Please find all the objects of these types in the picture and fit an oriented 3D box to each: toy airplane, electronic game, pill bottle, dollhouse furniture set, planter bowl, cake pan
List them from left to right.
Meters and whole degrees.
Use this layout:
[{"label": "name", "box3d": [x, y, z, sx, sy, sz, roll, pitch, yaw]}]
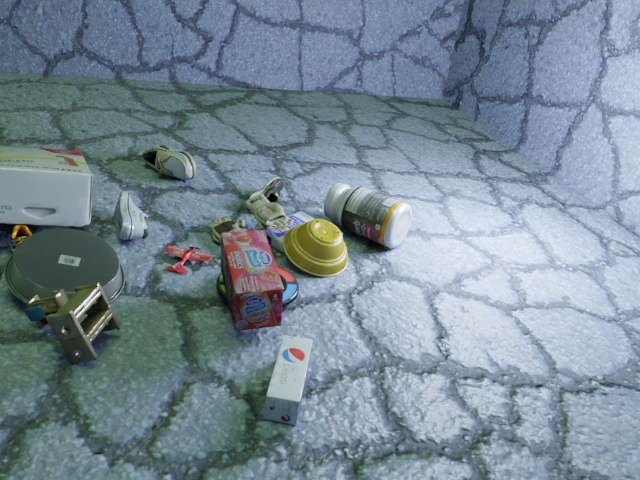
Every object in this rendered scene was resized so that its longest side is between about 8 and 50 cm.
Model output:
[{"label": "dollhouse furniture set", "box3d": [-0.584, 0.196, 1.363, 0.183, 0.129, 0.129, -11, 24, 16]}, {"label": "cake pan", "box3d": [-0.655, 0.068, 1.553, 0.292, 0.054, 0.293, 17, 34, -12]}, {"label": "toy airplane", "box3d": [-0.395, 0.055, 1.748, 0.151, 0.028, 0.151, 5, 28, -3]}, {"label": "electronic game", "box3d": [-0.173, 0.124, 1.658, 0.229, 0.048, 0.229, 6, 28, -3]}, {"label": "planter bowl", "box3d": [0.000, 0.000, 1.824, 0.217, 0.090, 0.217, 14, 42, -13]}, {"label": "pill bottle", "box3d": [0.159, -0.092, 2.039, 0.278, 0.162, 0.162, 24, 31, 29]}]

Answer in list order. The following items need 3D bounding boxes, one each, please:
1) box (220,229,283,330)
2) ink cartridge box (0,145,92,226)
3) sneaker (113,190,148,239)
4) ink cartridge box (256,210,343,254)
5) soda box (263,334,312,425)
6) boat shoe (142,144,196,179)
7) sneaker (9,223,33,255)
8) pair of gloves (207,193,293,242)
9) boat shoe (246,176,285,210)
[{"label": "box", "box3d": [-0.181, 0.097, 1.541, 0.122, 0.128, 0.257, -5, 37, -16]}, {"label": "ink cartridge box", "box3d": [-0.859, -0.175, 1.827, 0.279, 0.161, 0.384, 1, 17, -27]}, {"label": "sneaker", "box3d": [-0.597, -0.072, 1.892, 0.091, 0.094, 0.258, 14, 26, -30]}, {"label": "ink cartridge box", "box3d": [-0.068, -0.017, 1.956, 0.206, 0.045, 0.208, 30, 37, 35]}, {"label": "soda box", "box3d": [-0.068, 0.302, 1.325, 0.073, 0.069, 0.216, 10, 27, 3]}, {"label": "boat shoe", "box3d": [-0.578, -0.291, 2.283, 0.103, 0.113, 0.302, -16, 25, -36]}, {"label": "sneaker", "box3d": [-0.801, 0.031, 1.627, 0.084, 0.083, 0.215, -13, 35, -37]}, {"label": "pair of gloves", "box3d": [-0.229, -0.051, 1.916, 0.240, 0.042, 0.204, -33, 42, -25]}, {"label": "boat shoe", "box3d": [-0.183, -0.159, 2.169, 0.073, 0.080, 0.223, 24, 36, 17]}]
